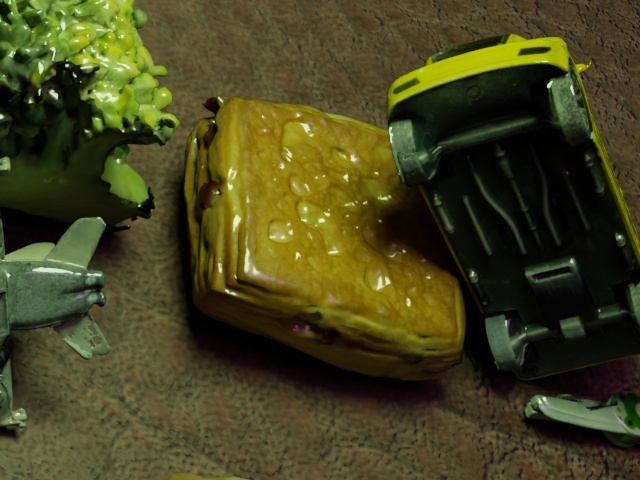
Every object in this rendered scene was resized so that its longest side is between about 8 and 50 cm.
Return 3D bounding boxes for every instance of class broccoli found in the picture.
[{"bbox_3d":[-0.214,-0.118,1.375,0.273,0.242,0.180,18,61,-57],"label":"broccoli"}]

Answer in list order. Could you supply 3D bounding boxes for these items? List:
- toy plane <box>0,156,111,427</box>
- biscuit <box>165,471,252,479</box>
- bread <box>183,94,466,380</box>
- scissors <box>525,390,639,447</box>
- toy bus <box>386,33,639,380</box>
[{"bbox_3d":[-0.269,0.045,1.285,0.262,0.192,0.088,-8,20,-19],"label":"toy plane"},{"bbox_3d":[-0.036,0.282,1.309,0.376,0.051,0.269,16,52,-24],"label":"biscuit"},{"bbox_3d":[0.000,0.000,1.516,0.235,0.099,0.210,16,52,-30],"label":"bread"},{"bbox_3d":[0.254,0.148,1.616,0.204,0.027,0.101,8,51,-32],"label":"scissors"},{"bbox_3d":[0.163,-0.040,1.507,0.152,0.144,0.330,-88,158,-44],"label":"toy bus"}]
